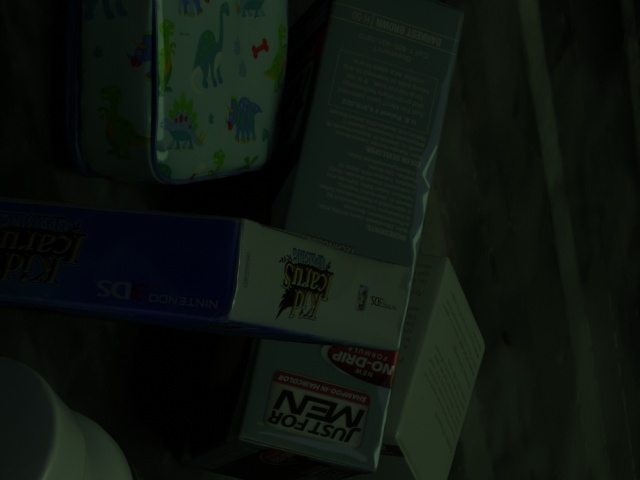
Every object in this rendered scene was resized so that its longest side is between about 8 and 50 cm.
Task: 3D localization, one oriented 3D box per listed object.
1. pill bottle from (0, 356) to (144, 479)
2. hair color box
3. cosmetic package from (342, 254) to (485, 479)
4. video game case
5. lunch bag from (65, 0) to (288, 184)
[{"bbox_3d":[-0.171,0.202,1.128,0.283,0.161,0.161,64,38,-49],"label":"pill bottle"},{"bbox_3d":[0.000,0.000,1.435,0.185,0.114,0.374,143,-40,-68],"label":"hair color box"},{"bbox_3d":[0.040,0.122,1.605,0.151,0.151,0.183,63,40,-51],"label":"cosmetic package"},{"bbox_3d":[-0.116,0.019,1.086,0.244,0.270,0.061,14,82,-66],"label":"video game case"},{"bbox_3d":[-0.100,-0.132,1.318,0.219,0.090,0.176,-16,110,-65],"label":"lunch bag"}]
